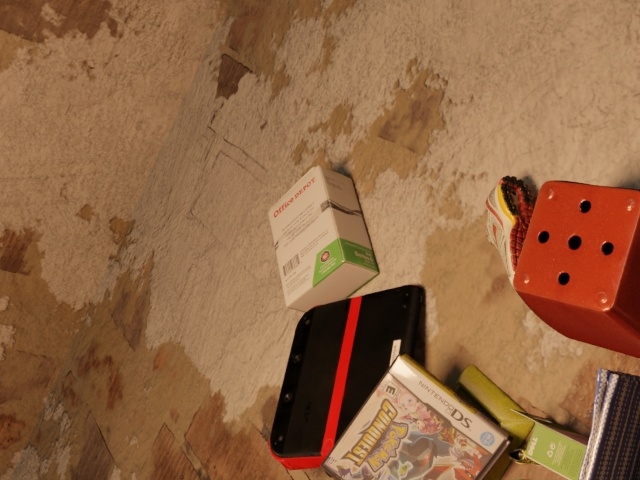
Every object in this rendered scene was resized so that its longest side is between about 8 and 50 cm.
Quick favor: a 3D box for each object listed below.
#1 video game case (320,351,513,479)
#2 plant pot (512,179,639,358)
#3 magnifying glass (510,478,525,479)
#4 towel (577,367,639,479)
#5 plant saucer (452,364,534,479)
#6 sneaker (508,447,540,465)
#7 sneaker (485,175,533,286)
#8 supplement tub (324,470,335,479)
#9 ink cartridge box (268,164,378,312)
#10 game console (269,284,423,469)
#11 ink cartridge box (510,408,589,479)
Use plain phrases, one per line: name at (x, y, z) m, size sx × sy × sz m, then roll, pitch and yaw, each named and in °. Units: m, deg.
video game case at (0.169, 0.385, 1.473) m, size 0.248 × 0.035 × 0.275 m, roll 37°, pitch 104°, yaw 17°
plant pot at (0.458, 0.032, 1.264) m, size 0.267 × 0.235 × 0.267 m, roll 14°, pitch 86°, yaw 53°
magnifying glass at (0.304, 0.504, 1.432) m, size 0.231 × 0.026 × 0.092 m, roll -46°, pitch 45°, yaw 27°
towel at (0.422, 0.305, 1.117) m, size 0.040 × 0.336 × 0.243 m, roll 12°, pitch 86°, yaw 41°
plant saucer at (0.277, 0.353, 1.506) m, size 0.188 × 0.045 × 0.188 m, roll 42°, pitch 108°, yaw 50°
sneaker at (0.362, 0.374, 1.400) m, size 0.083 × 0.035 × 0.031 m, roll -20°, pitch 60°, yaw 42°
sneaker at (0.366, -0.005, 1.532) m, size 0.093 × 0.088 × 0.225 m, roll 129°, pitch 142°, yaw -56°
supplement tub at (0.093, 0.459, 1.639) m, size 0.198 × 0.106 × 0.106 m, roll -5°, pitch 72°, yaw 50°
ink cartridge box at (0.000, 0.000, 1.929) m, size 0.211 × 0.121 × 0.289 m, roll -40°, pitch 47°, yaw 34°
game console at (0.055, 0.288, 1.715) m, size 0.342 × 0.060 × 0.387 m, roll -15°, pitch 48°, yaw 36°
ink cartridge box at (0.405, 0.344, 1.302) m, size 0.209 × 0.109 × 0.062 m, roll 19°, pitch 90°, yaw 52°
